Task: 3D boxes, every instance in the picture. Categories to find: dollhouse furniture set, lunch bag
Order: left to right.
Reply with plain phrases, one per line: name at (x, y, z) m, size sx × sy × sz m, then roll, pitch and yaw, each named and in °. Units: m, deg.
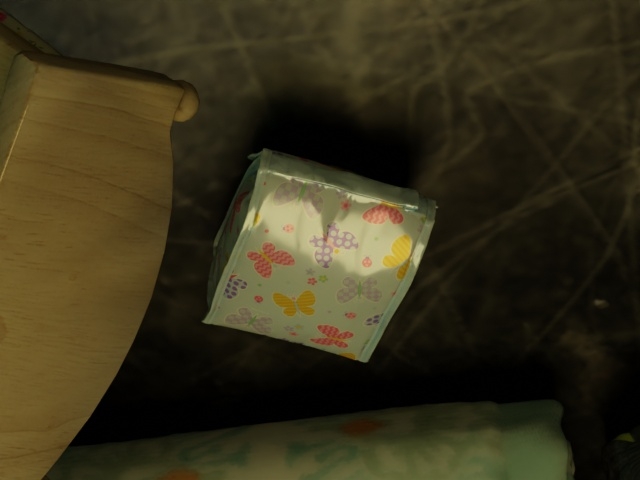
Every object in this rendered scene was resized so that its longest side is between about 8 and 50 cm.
dollhouse furniture set at (-0.141, -0.015, 0.646) m, size 0.174 × 0.303 × 0.355 m, roll 6°, pitch 113°, yaw -46°
lunch bag at (0.000, 0.000, 0.702) m, size 0.071 × 0.053 × 0.083 m, roll 13°, pitch 143°, yaw -9°

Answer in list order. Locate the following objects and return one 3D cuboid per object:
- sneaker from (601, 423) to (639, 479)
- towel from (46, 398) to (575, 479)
sneaker at (0.230, 0.153, 0.827) m, size 0.121 × 0.111 × 0.300 m, roll -37°, pitch 130°, yaw 18°
towel at (-0.023, 0.257, 0.849) m, size 0.320 × 0.090 × 0.374 m, roll -8°, pitch 110°, yaw 4°
